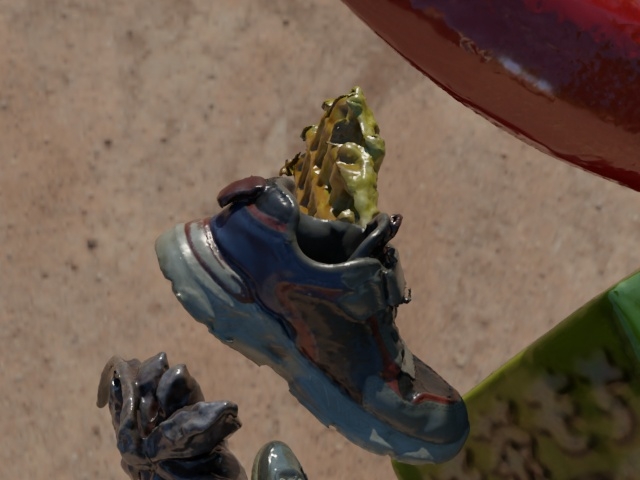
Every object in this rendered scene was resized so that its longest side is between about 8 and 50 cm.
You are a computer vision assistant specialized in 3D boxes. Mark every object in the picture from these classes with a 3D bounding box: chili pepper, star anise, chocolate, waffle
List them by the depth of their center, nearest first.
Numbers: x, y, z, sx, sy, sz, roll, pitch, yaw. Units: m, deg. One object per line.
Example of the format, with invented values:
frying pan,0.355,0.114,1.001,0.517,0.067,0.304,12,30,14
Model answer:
chili pepper,0.107,-0.097,0.671,0.368,0.092,0.137,28,39,-26
chocolate,0.209,0.185,1.040,0.137,0.301,0.289,-10,66,-40
waffle,0.000,0.000,1.631,0.068,0.302,0.325,13,70,-13
star anise,-0.188,0.259,1.904,0.139,0.359,0.316,-15,71,-26

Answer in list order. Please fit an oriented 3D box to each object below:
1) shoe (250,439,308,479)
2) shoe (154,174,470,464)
shoe,-0.031,0.325,1.911,0.074,0.077,0.194,8,54,-27
shoe,0.017,0.035,0.951,0.227,0.099,0.125,36,100,-14
